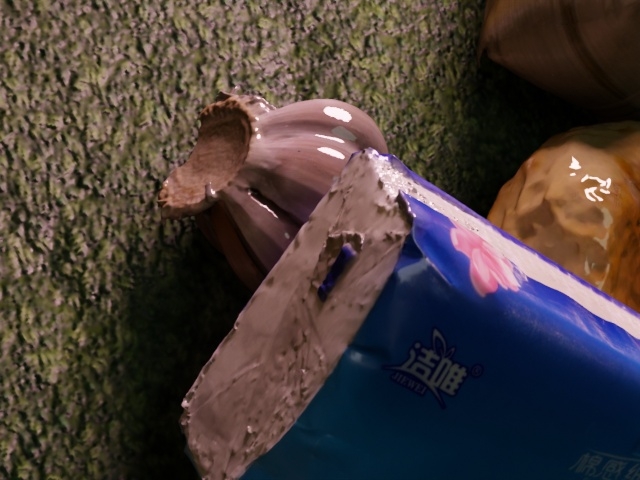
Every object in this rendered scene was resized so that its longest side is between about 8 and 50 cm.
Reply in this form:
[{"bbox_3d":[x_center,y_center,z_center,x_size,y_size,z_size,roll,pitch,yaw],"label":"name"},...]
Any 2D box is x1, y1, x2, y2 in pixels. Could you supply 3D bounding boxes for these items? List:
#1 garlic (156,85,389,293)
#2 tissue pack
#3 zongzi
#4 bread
[{"bbox_3d":[0.000,0.000,1.171,0.194,0.127,0.131,54,47,-36],"label":"garlic"},{"bbox_3d":[0.083,0.102,1.089,0.269,0.137,0.209,32,99,-28],"label":"tissue pack"},{"bbox_3d":[0.275,-0.260,1.432,0.418,0.181,0.447,36,56,-45],"label":"zongzi"},{"bbox_3d":[0.196,0.027,1.294,0.244,0.134,0.244,-3,95,-45],"label":"bread"}]
